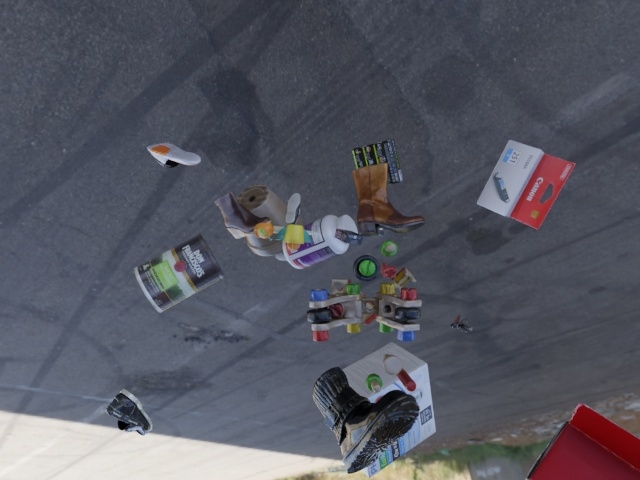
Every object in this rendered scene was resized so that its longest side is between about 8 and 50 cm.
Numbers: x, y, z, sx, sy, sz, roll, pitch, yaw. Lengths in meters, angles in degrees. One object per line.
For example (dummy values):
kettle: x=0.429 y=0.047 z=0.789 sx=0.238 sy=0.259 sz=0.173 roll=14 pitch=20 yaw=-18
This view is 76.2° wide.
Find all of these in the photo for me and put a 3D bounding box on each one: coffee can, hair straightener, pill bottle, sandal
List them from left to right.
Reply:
sandal: x=-0.570 y=-0.312 z=1.577 sx=0.265 sy=0.102 sz=0.076 roll=25 pitch=125 yaw=28
coffee can: x=-0.542 y=0.125 z=1.589 sx=0.275 sy=0.201 sz=0.201 roll=-30 pitch=147 yaw=-13
pill bottle: x=0.000 y=0.000 z=1.823 sx=0.323 sy=0.181 sz=0.181 roll=-22 pitch=142 yaw=29
hair straightener: x=0.658 y=0.384 z=1.877 sx=0.089 sy=0.047 sz=0.230 roll=15 pitch=-178 yaw=27

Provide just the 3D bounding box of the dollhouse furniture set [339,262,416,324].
dollhouse furniture set: x=0.287 y=0.245 z=2.154 sx=0.201 sy=0.152 sz=0.374 roll=39 pitch=105 yaw=-19

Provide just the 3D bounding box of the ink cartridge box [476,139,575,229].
ink cartridge box: x=0.837 y=-0.232 z=1.684 sx=0.066 sy=0.261 sz=0.296 roll=4 pitch=114 yaw=-50

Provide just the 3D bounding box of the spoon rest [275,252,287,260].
spoon rest: x=-0.112 y=0.072 z=2.217 sx=0.276 sy=0.137 sz=0.084 roll=-13 pitch=109 yaw=-28

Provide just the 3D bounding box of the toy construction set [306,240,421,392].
toy construction set: x=0.114 y=0.196 z=0.983 sx=0.257 sy=0.309 sz=0.237 roll=-26 pitch=177 yaw=-2

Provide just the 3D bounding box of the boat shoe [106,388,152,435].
boat shoe: x=-0.562 y=0.522 z=1.200 sx=0.084 sy=0.079 sz=0.233 roll=20 pitch=137 yaw=17

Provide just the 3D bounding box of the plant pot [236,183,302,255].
plant pot: x=-0.290 y=-0.128 z=2.088 sx=0.323 sy=0.323 sz=0.280 roll=-15 pitch=138 yaw=13

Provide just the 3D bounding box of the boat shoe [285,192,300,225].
boat shoe: x=-0.096 y=-0.113 z=1.505 sx=0.046 sy=0.125 sz=0.038 roll=0 pitch=157 yaw=21

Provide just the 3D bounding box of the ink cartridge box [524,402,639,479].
ink cartridge box: x=0.450 y=0.423 z=0.560 sx=0.130 sy=0.309 sz=0.272 roll=-35 pitch=134 yaw=-26

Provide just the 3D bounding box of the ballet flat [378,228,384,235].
ballet flat: x=0.278 y=-0.062 z=2.073 sx=0.074 sy=0.074 sz=0.203 roll=-30 pitch=160 yaw=30

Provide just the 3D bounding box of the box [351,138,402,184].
box: x=0.246 y=-0.328 z=1.774 sx=0.184 sy=0.045 sz=0.190 roll=-9 pitch=106 yaw=30

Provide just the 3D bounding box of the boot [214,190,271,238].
boot: x=-0.350 y=-0.121 z=1.809 sx=0.248 sy=0.090 sz=0.207 roll=-16 pitch=107 yaw=35

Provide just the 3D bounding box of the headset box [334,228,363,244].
headset box: x=0.089 y=-0.013 z=1.314 sx=0.062 sy=0.083 sz=0.032 roll=8 pitch=99 yaw=-29

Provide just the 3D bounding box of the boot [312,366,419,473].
boot: x=0.106 y=0.455 z=1.151 sx=0.131 sy=0.260 sz=0.348 roll=8 pitch=127 yaw=-34

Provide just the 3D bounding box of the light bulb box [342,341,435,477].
light bulb box: x=0.250 y=0.680 z=1.677 sx=0.361 sy=0.225 sz=0.358 roll=-21 pitch=110 yaw=-26

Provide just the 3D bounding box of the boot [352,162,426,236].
boot: x=0.264 y=-0.166 z=1.597 sx=0.264 sy=0.280 sz=0.096 roll=-7 pitch=164 yaw=17

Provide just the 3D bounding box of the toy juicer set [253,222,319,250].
toy juicer set: x=-0.135 y=-0.011 z=1.496 sx=0.209 sy=0.089 sz=0.329 roll=5 pitch=180 yaw=10
